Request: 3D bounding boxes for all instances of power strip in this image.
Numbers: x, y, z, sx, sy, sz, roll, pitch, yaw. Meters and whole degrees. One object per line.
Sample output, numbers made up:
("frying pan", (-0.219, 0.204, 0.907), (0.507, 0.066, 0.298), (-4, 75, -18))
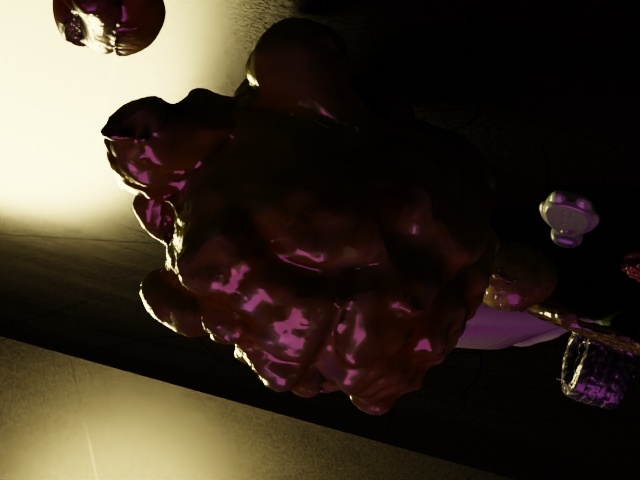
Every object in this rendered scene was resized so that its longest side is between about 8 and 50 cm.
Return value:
("power strip", (0.228, -0.025, 1.535), (0.055, 0.035, 0.083), (13, 152, 12))

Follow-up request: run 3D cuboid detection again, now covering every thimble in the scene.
("thimble", (0.313, 0.139, 1.897), (0.066, 0.095, 0.104), (18, 177, -5))

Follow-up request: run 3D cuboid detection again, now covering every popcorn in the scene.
("popcorn", (-0.004, -0.001, 1.369), (0.274, 0.279, 0.335), (-39, 157, 23))

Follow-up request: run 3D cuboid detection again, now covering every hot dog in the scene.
("hot dog", (-0.166, -0.180, 1.322), (0.090, 0.060, 0.140), (15, 163, -11))

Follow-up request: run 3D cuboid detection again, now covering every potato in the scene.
("potato", (0.191, 0.035, 1.700), (0.092, 0.070, 0.138), (3, 180, -7))

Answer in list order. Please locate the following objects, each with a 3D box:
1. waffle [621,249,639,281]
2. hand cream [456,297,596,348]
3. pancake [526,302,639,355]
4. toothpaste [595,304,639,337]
("waffle", (0.328, 0.030, 1.612), (0.075, 0.029, 0.083), (21, 168, -7))
("hand cream", (0.108, 0.063, 1.863), (0.359, 0.118, 0.185), (13, 161, -17))
("pancake", (0.299, 0.099, 1.743), (0.184, 0.020, 0.190), (21, 180, 31))
("toothpaste", (0.378, 0.082, 1.681), (0.099, 0.061, 0.392), (19, 170, -7))
